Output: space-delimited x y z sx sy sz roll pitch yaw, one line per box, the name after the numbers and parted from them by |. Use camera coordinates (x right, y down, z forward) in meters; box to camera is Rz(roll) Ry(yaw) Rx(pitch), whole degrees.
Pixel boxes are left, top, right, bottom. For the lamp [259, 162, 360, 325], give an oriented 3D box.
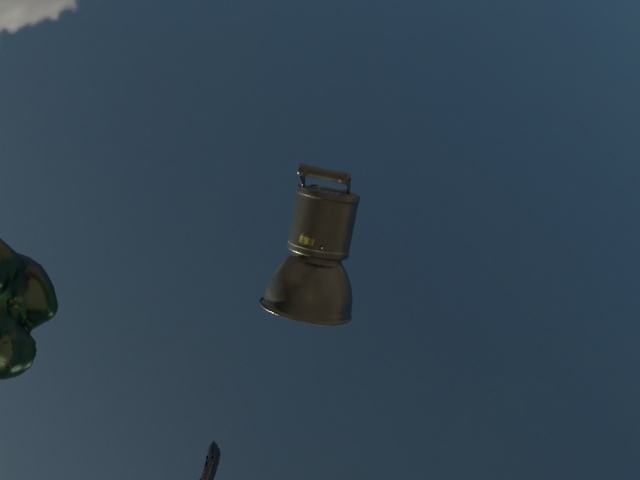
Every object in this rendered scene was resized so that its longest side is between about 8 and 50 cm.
0.000 0.000 1.130 0.147 0.172 0.227 13 -82 11 | lamp

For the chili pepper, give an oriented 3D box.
-0.521 0.090 1.022 0.256 0.248 0.233 7 -106 17 | chili pepper

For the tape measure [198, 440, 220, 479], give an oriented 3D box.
-0.200 0.418 0.986 0.098 0.351 0.215 34 -88 -15 | tape measure
